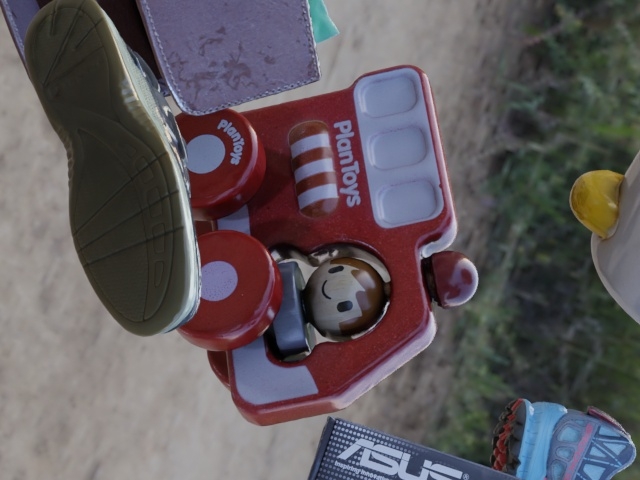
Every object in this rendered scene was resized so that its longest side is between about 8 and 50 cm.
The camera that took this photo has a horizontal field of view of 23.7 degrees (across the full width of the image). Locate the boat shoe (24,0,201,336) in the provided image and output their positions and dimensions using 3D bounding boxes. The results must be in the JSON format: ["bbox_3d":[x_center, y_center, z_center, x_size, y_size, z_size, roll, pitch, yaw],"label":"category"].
[{"bbox_3d":[-0.111,-0.046,0.918,0.080,0.223,0.073,-30,158,21],"label":"boat shoe"}]

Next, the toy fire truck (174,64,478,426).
[{"bbox_3d":[0.000,0.000,1.329,0.169,0.254,0.302,61,17,-61],"label":"toy fire truck"}]

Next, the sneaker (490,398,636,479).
[{"bbox_3d":[0.190,0.258,1.193,0.104,0.125,0.262,-91,-174,-77],"label":"sneaker"}]

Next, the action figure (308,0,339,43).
[{"bbox_3d":[-0.091,-0.214,1.531,0.232,0.137,0.063,-40,-177,-43],"label":"action figure"}]

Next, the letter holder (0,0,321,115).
[{"bbox_3d":[-0.147,-0.251,1.168,0.214,0.152,0.302,-19,116,-16],"label":"letter holder"}]

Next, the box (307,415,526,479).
[{"bbox_3d":[0.097,0.262,1.013,0.060,0.270,0.216,94,15,-73],"label":"box"}]

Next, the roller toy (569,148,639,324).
[{"bbox_3d":[0.317,0.003,1.200,0.209,0.191,0.146,3,129,-32],"label":"roller toy"}]
